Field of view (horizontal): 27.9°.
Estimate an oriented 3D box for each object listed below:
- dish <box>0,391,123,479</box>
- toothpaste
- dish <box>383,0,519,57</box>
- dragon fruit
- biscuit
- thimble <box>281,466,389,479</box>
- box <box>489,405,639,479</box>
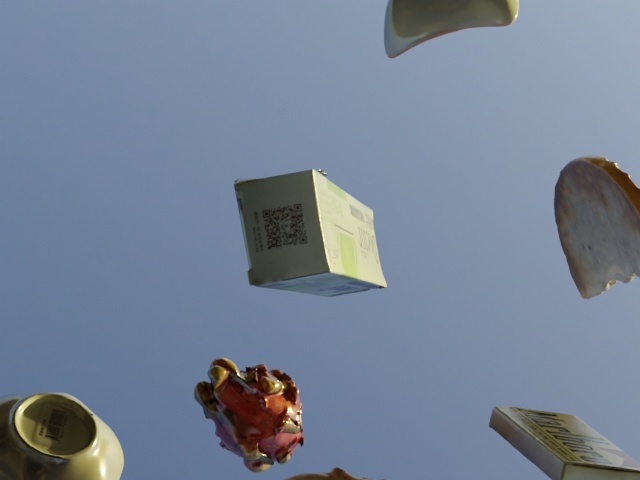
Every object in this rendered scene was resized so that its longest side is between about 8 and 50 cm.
[{"bbox_3d":[-0.295,0.218,1.397,0.191,0.066,0.190,18,-145,-13],"label":"dish"},{"bbox_3d":[0.000,0.000,1.083,0.067,0.081,0.336,-10,174,9],"label":"toothpaste"},{"bbox_3d":[0.144,-0.292,1.428,0.151,0.077,0.212,-14,-153,21],"label":"dish"},{"bbox_3d":[-0.099,0.232,1.786,0.133,0.207,0.150,-6,-131,31],"label":"dragon fruit"},{"bbox_3d":[0.420,-0.028,1.912,0.040,0.309,0.204,-21,-100,-13],"label":"biscuit"},{"bbox_3d":[0.001,0.355,1.393,0.239,0.239,0.162,-1,-121,-13],"label":"thimble"},{"bbox_3d":[0.274,0.232,1.429,0.115,0.036,0.177,11,-170,-19],"label":"box"}]
